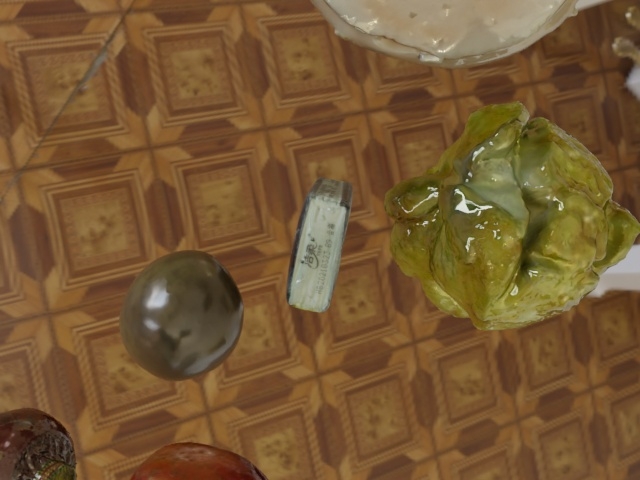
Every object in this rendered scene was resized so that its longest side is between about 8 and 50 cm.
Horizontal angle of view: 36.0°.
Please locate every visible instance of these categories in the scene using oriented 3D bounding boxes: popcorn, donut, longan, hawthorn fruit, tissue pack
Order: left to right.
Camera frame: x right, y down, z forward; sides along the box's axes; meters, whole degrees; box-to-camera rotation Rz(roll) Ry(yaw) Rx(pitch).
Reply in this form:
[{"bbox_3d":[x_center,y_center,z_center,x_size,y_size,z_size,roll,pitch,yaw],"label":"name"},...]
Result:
[{"bbox_3d":[-0.213,0.120,1.513,0.196,0.220,0.197,9,63,-18],"label":"longan"},{"bbox_3d":[-0.115,0.310,1.067,0.179,0.200,0.179,-3,90,-68],"label":"hawthorn fruit"},{"bbox_3d":[0.000,0.000,1.662,0.081,0.257,0.185,11,101,1],"label":"tissue pack"},{"bbox_3d":[0.145,-0.380,1.107,0.382,0.382,0.142,40,29,-25],"label":"donut"},{"bbox_3d":[0.207,-0.015,1.145,0.225,0.276,0.276,39,68,-16],"label":"popcorn"}]

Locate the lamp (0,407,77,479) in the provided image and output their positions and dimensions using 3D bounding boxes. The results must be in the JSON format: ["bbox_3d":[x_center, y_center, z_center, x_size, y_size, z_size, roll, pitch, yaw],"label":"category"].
[{"bbox_3d":[-0.354,0.281,1.173,0.156,0.134,0.157,-43,124,-45],"label":"lamp"}]
